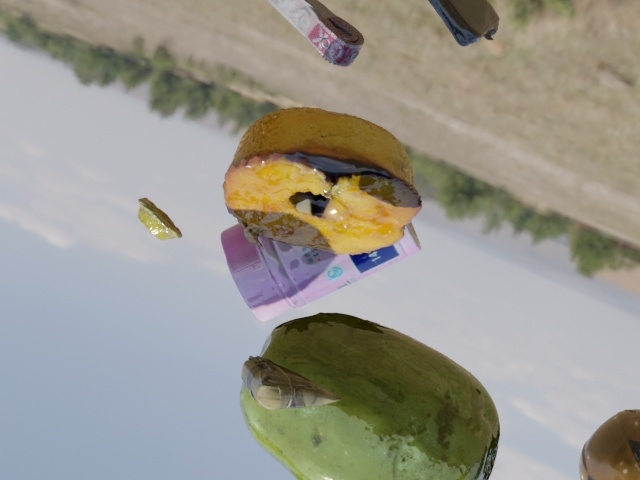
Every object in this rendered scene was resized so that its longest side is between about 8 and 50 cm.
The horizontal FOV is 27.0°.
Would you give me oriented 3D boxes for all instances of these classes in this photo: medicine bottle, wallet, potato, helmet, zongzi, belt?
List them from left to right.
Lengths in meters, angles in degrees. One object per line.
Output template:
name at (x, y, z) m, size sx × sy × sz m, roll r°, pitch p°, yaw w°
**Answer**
zongzi at (-0.030, 0.137, 1.287) m, size 0.083 × 0.040 × 0.076 m, roll 1°, pitch -164°, yaw -19°
belt at (-0.029, -0.349, 1.998) m, size 0.232 × 0.053 × 0.071 m, roll 43°, pitch -143°, yaw 12°
medicine bottle at (0.000, 0.000, 1.901) m, size 0.152 × 0.254 × 0.152 m, roll 63°, pitch -172°, yaw -15°
potato at (0.062, 0.202, 1.514) m, size 0.304 × 0.216 × 0.216 m, roll 35°, pitch -179°, yaw -10°
wallet at (0.162, -0.377, 1.857) m, size 0.250 × 0.044 × 0.149 m, roll 55°, pitch -153°, yaw -3°
helmet at (0.467, 0.338, 2.001) m, size 0.130 × 0.198 × 0.224 m, roll 35°, pitch -157°, yaw -28°

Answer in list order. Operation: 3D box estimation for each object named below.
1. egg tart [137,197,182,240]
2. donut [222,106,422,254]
egg tart at (-0.292, -0.033, 2.371) m, size 0.105 × 0.039 × 0.105 m, roll 44°, pitch 180°, yaw 0°
donut at (0.003, -0.067, 1.674) m, size 0.253 × 0.118 × 0.253 m, roll 9°, pitch 150°, yaw 5°
